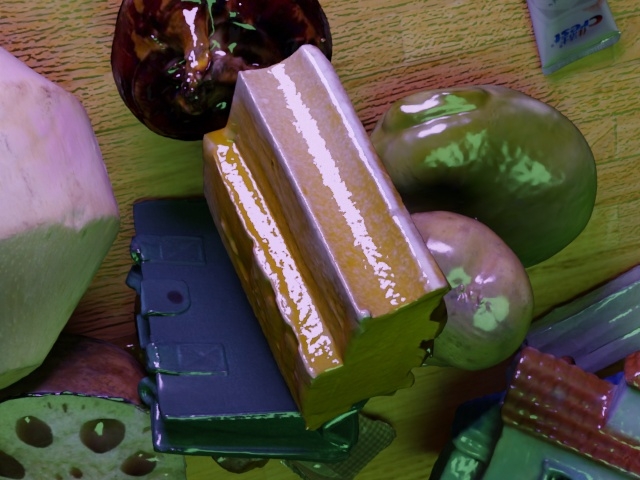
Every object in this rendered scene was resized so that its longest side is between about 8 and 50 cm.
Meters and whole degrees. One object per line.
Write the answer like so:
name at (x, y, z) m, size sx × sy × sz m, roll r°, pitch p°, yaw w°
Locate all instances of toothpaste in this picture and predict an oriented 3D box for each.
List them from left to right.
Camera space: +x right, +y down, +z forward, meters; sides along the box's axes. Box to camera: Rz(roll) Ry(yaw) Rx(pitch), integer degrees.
toothpaste at (0.244, -0.325, 1.467) m, size 0.100 × 0.066 × 0.323 m, roll -26°, pitch 127°, yaw 2°

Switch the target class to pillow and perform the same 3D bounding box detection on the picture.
pillow at (-0.012, 0.241, 1.737) m, size 0.135 × 0.034 × 0.211 m, roll -44°, pitch 119°, yaw 14°

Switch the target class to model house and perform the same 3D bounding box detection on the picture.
model house at (0.320, 0.232, 1.686) m, size 0.294 × 0.252 × 0.329 m, roll 22°, pitch 115°, yaw 7°

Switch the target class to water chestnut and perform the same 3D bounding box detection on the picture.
water chestnut at (-0.104, -0.192, 1.355) m, size 0.223 × 0.238 × 0.224 m, roll -2°, pitch 126°, yaw -3°

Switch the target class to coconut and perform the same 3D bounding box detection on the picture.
coconut at (-0.365, -0.016, 1.342) m, size 0.352 × 0.353 × 0.353 m, roll -6°, pitch 120°, yaw -11°

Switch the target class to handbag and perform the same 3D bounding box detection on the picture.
handbag at (-0.084, 0.085, 1.458) m, size 0.238 × 0.326 × 0.089 m, roll 3°, pitch 133°, yaw -17°

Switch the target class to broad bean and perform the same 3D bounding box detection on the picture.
broad bean at (0.181, -0.069, 1.555) m, size 0.291 × 0.119 × 0.238 m, roll 24°, pitch 117°, yaw -23°

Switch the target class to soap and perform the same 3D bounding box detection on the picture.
soap at (0.000, 0.000, 1.285) m, size 0.143 × 0.281 × 0.259 m, roll -16°, pitch 154°, yaw -19°

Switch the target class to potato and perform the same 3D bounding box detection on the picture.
potato at (0.118, 0.061, 1.493) m, size 0.191 × 0.296 × 0.141 m, roll 45°, pitch 60°, yaw -10°

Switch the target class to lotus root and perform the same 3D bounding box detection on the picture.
lotus root at (-0.281, 0.210, 1.492) m, size 0.272 × 0.192 × 0.272 m, roll -5°, pitch 120°, yaw -8°

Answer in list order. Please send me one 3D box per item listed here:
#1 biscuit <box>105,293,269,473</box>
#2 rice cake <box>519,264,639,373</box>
biscuit at (-0.163, 0.169, 1.637) m, size 0.432 × 0.064 × 0.283 m, roll -27°, pitch 113°, yaw 0°
rice cake at (0.364, 0.115, 1.760) m, size 0.211 × 0.038 × 0.124 m, roll -32°, pitch 122°, yaw 5°
